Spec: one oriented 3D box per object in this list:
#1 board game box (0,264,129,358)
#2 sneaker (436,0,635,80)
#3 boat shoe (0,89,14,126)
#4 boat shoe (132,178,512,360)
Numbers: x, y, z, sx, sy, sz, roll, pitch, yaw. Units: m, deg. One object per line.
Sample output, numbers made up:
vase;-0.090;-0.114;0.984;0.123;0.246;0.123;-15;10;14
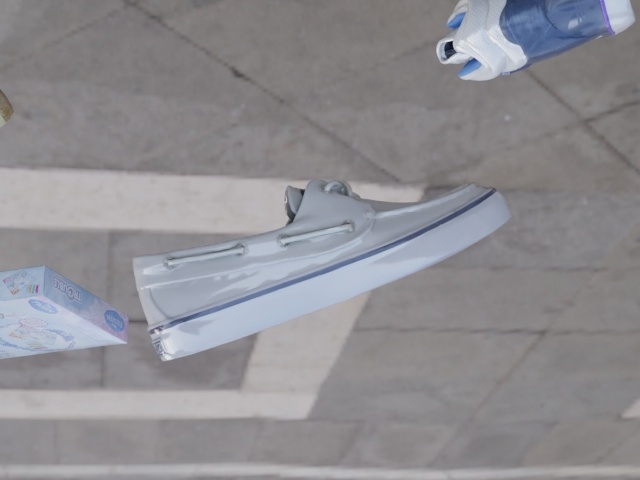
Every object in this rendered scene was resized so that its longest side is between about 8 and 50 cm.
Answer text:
board game box;-0.168;0.042;0.679;0.090;0.020;0.090;-7;157;19
sneaker;0.256;-0.282;1.498;0.236;0.130;0.323;-16;-170;15
boat shoe;-0.409;-0.175;1.086;0.285;0.089;0.104;36;168;6
boat shoe;0.000;0.000;0.854;0.267;0.088;0.096;-20;180;-1
